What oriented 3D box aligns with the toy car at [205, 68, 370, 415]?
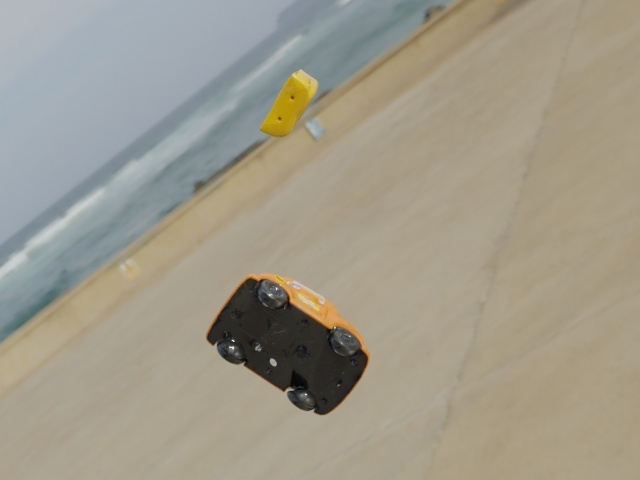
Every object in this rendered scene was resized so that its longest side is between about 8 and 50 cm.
[{"bbox_3d":[0.000,0.000,0.415,0.040,0.060,0.122,-67,-6,-68],"label":"toy car"}]
